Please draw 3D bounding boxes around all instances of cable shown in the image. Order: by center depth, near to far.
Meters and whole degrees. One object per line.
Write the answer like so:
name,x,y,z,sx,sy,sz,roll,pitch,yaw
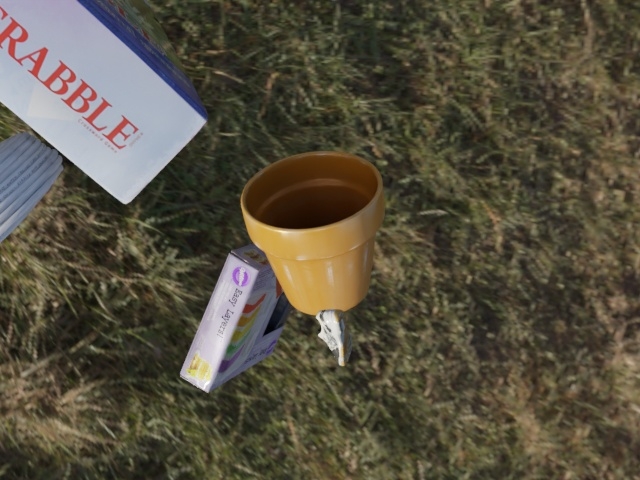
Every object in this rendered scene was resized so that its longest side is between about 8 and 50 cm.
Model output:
cable,-0.441,-0.039,1.333,0.257,0.257,0.089,-36,107,18

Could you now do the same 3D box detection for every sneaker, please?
sneaker,0.016,0.119,1.303,0.032,0.037,0.083,-55,142,-52

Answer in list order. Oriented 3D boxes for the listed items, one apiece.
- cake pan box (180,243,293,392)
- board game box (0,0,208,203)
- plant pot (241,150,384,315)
cake pan box,-0.117,0.115,1.813,0.070,0.267,0.246,31,108,15
board game box,-0.215,-0.196,0.563,0.066,0.318,0.319,-44,120,6
plant pot,0.000,0.000,1.545,0.205,0.205,0.188,-25,128,-19
